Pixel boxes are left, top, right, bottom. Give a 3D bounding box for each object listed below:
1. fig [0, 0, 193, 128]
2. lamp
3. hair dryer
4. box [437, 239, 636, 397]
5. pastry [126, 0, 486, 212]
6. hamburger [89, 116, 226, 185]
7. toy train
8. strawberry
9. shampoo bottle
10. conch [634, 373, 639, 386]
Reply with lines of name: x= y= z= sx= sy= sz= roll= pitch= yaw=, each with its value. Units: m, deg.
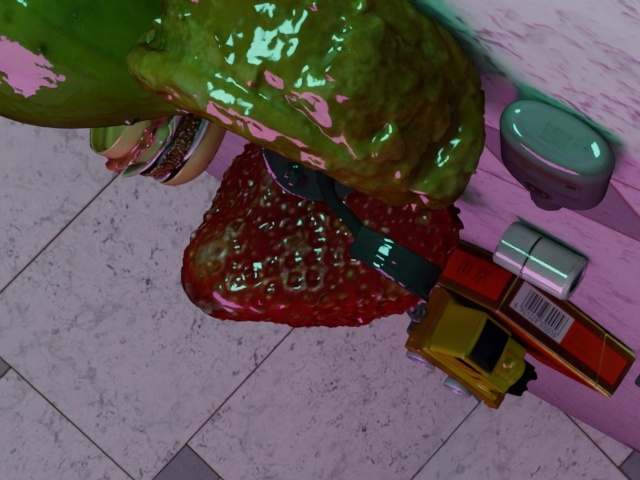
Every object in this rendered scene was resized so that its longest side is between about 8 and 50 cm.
fig: x=-0.183 y=-0.164 z=1.082 sx=0.225 sy=0.203 sz=0.203 roll=39 pitch=177 yaw=5
lamp: x=0.029 y=-0.058 z=1.101 sx=0.130 sy=0.108 sz=0.371 roll=33 pitch=-176 yaw=-11
hair dryer: x=0.226 y=0.027 z=1.375 sx=0.082 sy=0.047 sz=0.137 roll=30 pitch=-179 yaw=20
box: x=0.265 y=0.096 z=1.730 sx=0.240 sy=0.074 sz=0.153 roll=36 pitch=171 yaw=-33
pastry: x=0.001 y=-0.115 z=0.904 sx=0.235 sy=0.132 sz=0.240 roll=24 pitch=-176 yaw=-2
hamburger: x=-0.184 y=-0.143 z=1.654 sx=0.137 sy=0.175 sz=0.175 roll=23 pitch=180 yaw=-25
toy train: x=0.190 y=0.137 z=1.701 sx=0.219 sy=0.089 sz=0.127 roll=38 pitch=164 yaw=-35
strawberry: x=-0.004 y=-0.002 z=1.400 sx=0.261 sy=0.257 sz=0.261 roll=27 pitch=168 yaw=6
shampoo bottle: x=0.159 y=-0.051 z=0.944 sx=0.080 sy=0.040 sz=0.165 roll=30 pitch=175 yaw=11
conch: x=0.369 y=0.123 z=1.126 sx=0.233 sy=0.086 sz=0.080 roll=32 pitch=136 yaw=46
